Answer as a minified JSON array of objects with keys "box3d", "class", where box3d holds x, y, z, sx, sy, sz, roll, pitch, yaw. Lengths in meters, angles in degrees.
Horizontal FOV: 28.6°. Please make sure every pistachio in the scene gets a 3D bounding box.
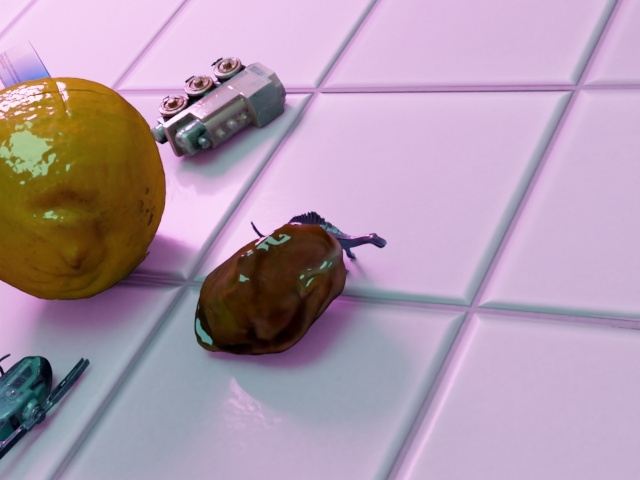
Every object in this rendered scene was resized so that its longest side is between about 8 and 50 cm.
[{"box3d":[-0.065,0.058,1.446,0.210,0.130,0.165,-34,41,21],"class":"pistachio"}]

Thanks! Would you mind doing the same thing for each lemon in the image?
[{"box3d":[-0.336,-0.068,1.619,0.297,0.297,0.297,-15,38,12],"class":"lemon"}]

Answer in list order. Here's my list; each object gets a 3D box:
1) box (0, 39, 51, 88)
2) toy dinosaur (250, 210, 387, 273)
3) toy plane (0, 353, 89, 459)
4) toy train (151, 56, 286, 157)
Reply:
[{"box3d":[-0.434,-0.208,1.952,0.073,0.139,0.194,-29,38,-8],"class":"box"},{"box3d":[0.000,0.000,1.514,0.197,0.080,0.045,8,51,35],"class":"toy dinosaur"},{"box3d":[-0.375,0.213,1.492,0.096,0.060,0.235,17,48,25],"class":"toy plane"},{"box3d":[-0.150,-0.191,1.829,0.194,0.080,0.125,-37,43,-18],"class":"toy train"}]
